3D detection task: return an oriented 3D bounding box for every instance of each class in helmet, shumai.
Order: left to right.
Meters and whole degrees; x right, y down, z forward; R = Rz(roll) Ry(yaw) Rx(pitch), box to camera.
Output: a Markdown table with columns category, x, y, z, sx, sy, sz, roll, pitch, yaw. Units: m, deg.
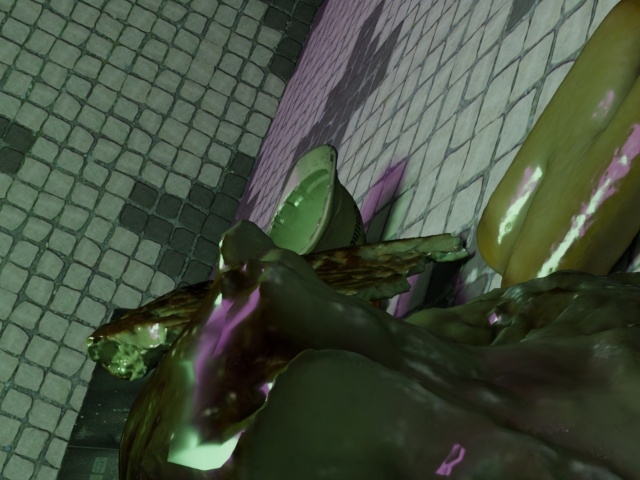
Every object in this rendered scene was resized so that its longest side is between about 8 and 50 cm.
| category | x | y | z | sx | sy | sz | roll | pitch | yaw |
| --- | --- | --- | --- | --- | --- | --- | --- | --- | --- |
| helmet | 0.004 | -0.002 | 1.503 | 0.257 | 0.137 | 0.204 | -65 | 23 | -9 |
| shumai | 0.048 | 0.135 | 0.608 | 0.324 | 0.323 | 0.397 | -63 | 12 | 17 |

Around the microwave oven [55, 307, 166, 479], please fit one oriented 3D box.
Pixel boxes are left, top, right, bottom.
| category | x | y | z | sx | sy | sz | roll | pitch | yaw |
| --- | --- | --- | --- | --- | --- | --- | --- | --- | --- |
| microwave oven | -0.141 | 0.307 | 1.074 | 0.432 | 0.236 | 0.374 | -102 | 17 | -72 |

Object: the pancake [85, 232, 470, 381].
| category | x | y | z | sx | sy | sz | roll | pitch | yaw |
| --- | --- | --- | --- | --- | --- | --- | --- | --- | --- |
| pancake | -0.029 | 0.065 | 1.073 | 0.427 | 0.305 | 0.067 | -20 | -77 | -54 |

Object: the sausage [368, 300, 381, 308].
| category | x | y | z | sx | sy | sz | roll | pitch | yaw |
| --- | --- | --- | --- | --- | --- | --- | --- | --- | --- |
| sausage | 0.037 | 0.103 | 1.364 | 0.062 | 0.054 | 0.183 | -39 | -3 | -27 |

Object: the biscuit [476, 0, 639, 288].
| category | x | y | z | sx | sy | sz | roll | pitch | yaw |
| --- | --- | --- | --- | --- | --- | --- | --- | --- | --- |
| biscuit | 0.232 | -0.070 | 0.855 | 0.291 | 0.062 | 0.237 | -59 | 13 | 21 |
